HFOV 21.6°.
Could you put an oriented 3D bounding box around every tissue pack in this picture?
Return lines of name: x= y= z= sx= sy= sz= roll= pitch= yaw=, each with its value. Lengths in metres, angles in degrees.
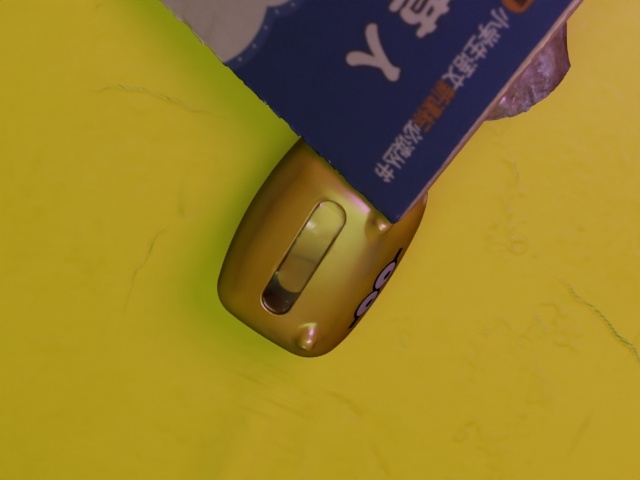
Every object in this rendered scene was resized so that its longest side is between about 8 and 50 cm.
tissue pack: x=0.000 y=0.000 z=1.297 sx=0.123 sy=0.127 sz=0.178 roll=32 pitch=108 yaw=-1

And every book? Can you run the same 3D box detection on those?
book: x=-0.017 y=-0.254 z=1.165 sx=0.428 sy=0.039 sz=0.300 roll=44 pitch=127 yaw=10

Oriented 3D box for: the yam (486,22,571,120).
yam: x=0.094 y=-0.255 z=1.208 sx=0.133 sy=0.133 sz=0.330 roll=-11 pitch=102 yaw=11
